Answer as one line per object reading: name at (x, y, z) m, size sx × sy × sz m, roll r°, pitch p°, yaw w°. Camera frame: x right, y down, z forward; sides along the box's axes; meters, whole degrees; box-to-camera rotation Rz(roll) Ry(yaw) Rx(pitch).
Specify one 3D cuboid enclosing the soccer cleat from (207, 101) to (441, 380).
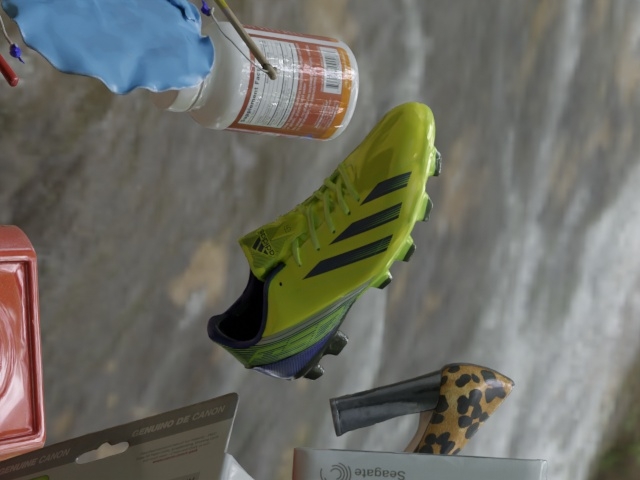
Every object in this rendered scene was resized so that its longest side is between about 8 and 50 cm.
soccer cleat at (0.000, 0.001, 1.240) m, size 0.289 × 0.121 × 0.093 m, roll -59°, pitch -161°, yaw 29°

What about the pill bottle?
pill bottle at (-0.076, -0.179, 1.662) m, size 0.216 × 0.121 × 0.121 m, roll 4°, pitch 90°, yaw -31°

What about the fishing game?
fishing game at (-0.175, -0.174, 1.213) m, size 0.264 × 0.189 × 0.041 m, roll -11°, pitch 142°, yaw -42°

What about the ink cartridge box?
ink cartridge box at (-0.180, 0.304, 1.308) m, size 0.130 × 0.309 × 0.272 m, roll 51°, pitch 35°, yaw -35°

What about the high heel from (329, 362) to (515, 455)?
high heel at (0.126, 0.258, 1.495) m, size 0.093 × 0.186 × 0.261 m, roll -116°, pitch -167°, yaw -82°

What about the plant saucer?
plant saucer at (-0.358, 0.113, 1.473) m, size 0.259 × 0.048 × 0.258 m, roll -1°, pitch 88°, yaw -62°

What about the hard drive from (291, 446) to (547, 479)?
hard drive at (0.083, 0.370, 1.350) m, size 0.047 × 0.233 × 0.353 m, roll 69°, pitch 24°, yaw -81°
